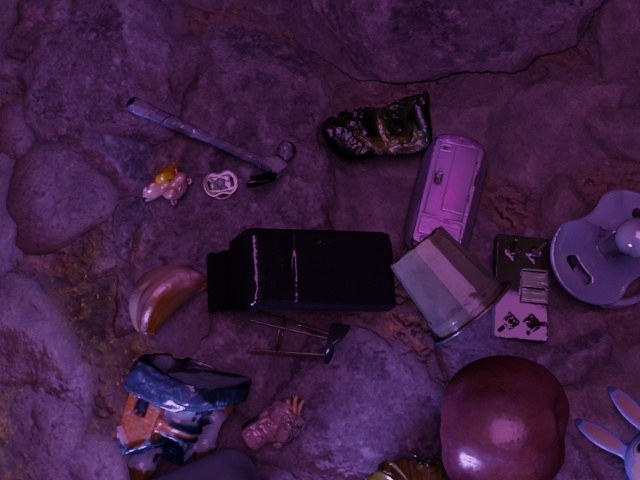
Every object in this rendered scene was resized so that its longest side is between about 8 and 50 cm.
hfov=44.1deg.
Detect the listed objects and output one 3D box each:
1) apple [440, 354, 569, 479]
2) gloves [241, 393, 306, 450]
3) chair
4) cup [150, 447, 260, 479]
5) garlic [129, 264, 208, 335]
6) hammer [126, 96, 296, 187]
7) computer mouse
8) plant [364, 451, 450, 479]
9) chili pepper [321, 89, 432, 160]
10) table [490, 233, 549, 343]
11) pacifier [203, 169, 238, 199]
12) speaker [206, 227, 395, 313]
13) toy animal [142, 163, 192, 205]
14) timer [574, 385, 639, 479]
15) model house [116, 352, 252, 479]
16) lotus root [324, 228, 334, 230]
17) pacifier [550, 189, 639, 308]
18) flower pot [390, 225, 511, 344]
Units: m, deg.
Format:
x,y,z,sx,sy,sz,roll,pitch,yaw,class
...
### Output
x,y,z,sx,sy,sz,roll,pitch,yaw,class
0.377,0.380,1.604,0.235,0.306,0.306,-3,73,26,apple
-0.097,0.399,1.694,0.144,0.110,0.094,-27,83,22,gloves
-0.050,0.218,1.751,0.221,0.104,0.095,7,100,6,chair
-0.264,0.560,1.595,0.312,0.205,0.205,-24,76,-9,cup
-0.343,0.110,1.760,0.206,0.115,0.128,-32,71,-12,garlic
-0.273,-0.253,1.888,0.427,0.044,0.152,26,54,12,hammer
0.294,-0.098,1.846,0.158,0.072,0.310,14,77,5,computer mouse
0.213,0.551,1.614,0.306,0.297,0.261,-17,44,10,plant
0.133,-0.259,1.878,0.264,0.116,0.148,-11,87,-3,chili pepper
0.457,0.101,1.774,0.121,0.111,0.240,5,75,0,table
-0.234,-0.130,1.852,0.083,0.064,0.068,-10,93,-3,pacifier
-0.043,0.078,1.755,0.388,0.184,0.180,3,75,-20,speaker
-0.355,-0.123,1.839,0.114,0.091,0.082,-41,93,-12,toy animal
0.690,0.433,1.664,0.175,0.175,0.255,-39,78,-10,timer
-0.304,0.390,1.636,0.184,0.253,0.291,25,93,19,model house
-0.001,-0.002,1.833,0.083,0.037,0.030,-32,74,-9,lotus root
0.668,0.017,1.738,0.299,0.233,0.244,-35,81,-8,pacifier
0.272,0.085,1.714,0.212,0.212,0.202,-37,85,-10,flower pot
